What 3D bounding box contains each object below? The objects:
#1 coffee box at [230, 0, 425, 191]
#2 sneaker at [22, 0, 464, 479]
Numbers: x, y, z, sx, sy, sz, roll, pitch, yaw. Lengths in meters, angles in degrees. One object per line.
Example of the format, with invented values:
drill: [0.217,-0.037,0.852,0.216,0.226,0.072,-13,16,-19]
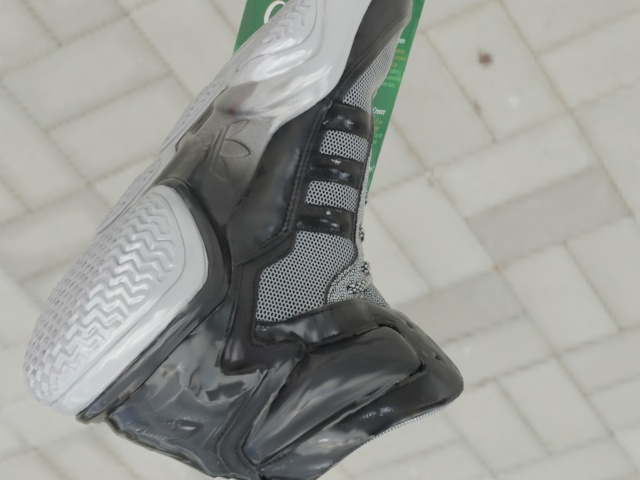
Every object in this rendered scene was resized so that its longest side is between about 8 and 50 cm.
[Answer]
coffee box: [-0.003,-0.113,1.017,0.040,0.113,0.184,1,110,-54]
sneaker: [0.000,0.000,0.697,0.153,0.268,0.101,40,147,-12]
